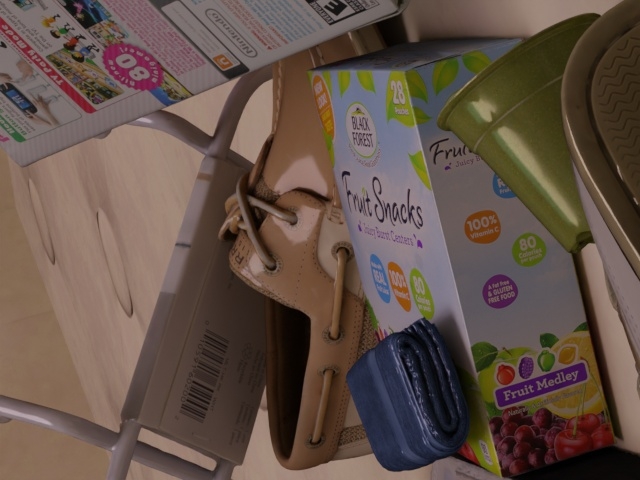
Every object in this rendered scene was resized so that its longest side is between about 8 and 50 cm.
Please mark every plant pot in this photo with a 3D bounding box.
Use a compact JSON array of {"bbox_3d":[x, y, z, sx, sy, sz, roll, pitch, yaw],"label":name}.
[{"bbox_3d":[0.105,-0.040,0.821,0.079,0.083,0.083,57,163,12],"label":"plant pot"}]

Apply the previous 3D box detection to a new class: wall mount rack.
[{"bbox_3d":[-0.080,0.058,1.313,0.304,0.130,0.350,33,-110,-53],"label":"wall mount rack"}]

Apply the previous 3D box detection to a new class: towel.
[{"bbox_3d":[0.046,0.080,0.976,0.119,0.029,0.067,134,117,-73],"label":"towel"}]

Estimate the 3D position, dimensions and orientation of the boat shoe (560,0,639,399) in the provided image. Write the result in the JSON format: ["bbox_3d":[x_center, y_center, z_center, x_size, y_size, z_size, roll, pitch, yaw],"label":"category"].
[{"bbox_3d":[0.169,0.062,0.637,0.103,0.113,0.302,38,-148,-78],"label":"boat shoe"}]

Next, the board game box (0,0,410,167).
[{"bbox_3d":[-0.120,-0.174,0.986,0.303,0.097,0.224,-17,127,42],"label":"board game box"}]

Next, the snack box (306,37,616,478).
[{"bbox_3d":[0.068,0.002,1.005,0.174,0.070,0.207,-165,60,-74],"label":"snack box"}]

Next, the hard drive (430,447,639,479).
[{"bbox_3d":[0.152,0.221,0.945,0.339,0.064,0.236,-175,69,-76],"label":"hard drive"}]

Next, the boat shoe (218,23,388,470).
[{"bbox_3d":[0.000,0.000,1.183,0.121,0.110,0.341,-128,25,-57],"label":"boat shoe"}]
